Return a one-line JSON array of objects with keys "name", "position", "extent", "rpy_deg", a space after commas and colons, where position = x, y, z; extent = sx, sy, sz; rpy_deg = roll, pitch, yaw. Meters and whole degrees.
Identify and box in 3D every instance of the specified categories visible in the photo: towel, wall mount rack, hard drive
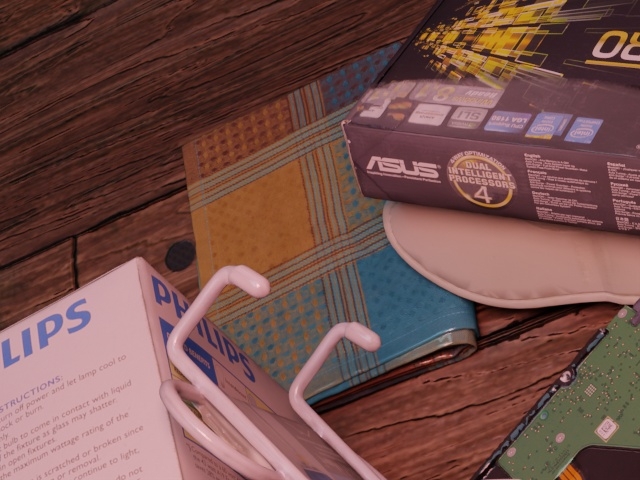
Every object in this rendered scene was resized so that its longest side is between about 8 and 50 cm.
[{"name": "towel", "position": [0.000, 0.000, 1.799], "extent": [0.271, 0.040, 0.370], "rpy_deg": [-24, 50, 17]}, {"name": "wall mount rack", "position": [0.047, 0.156, 1.399], "extent": [0.304, 0.350, 0.130], "rpy_deg": [41, 96, 30]}, {"name": "hard drive", "position": [0.219, 0.227, 1.467], "extent": [0.339, 0.064, 0.237], "rpy_deg": [-51, 38, 2]}]

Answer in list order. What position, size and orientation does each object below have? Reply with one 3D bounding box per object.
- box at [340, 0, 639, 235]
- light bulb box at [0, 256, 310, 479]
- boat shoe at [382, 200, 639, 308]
[{"name": "box", "position": [0.262, -0.138, 1.595], "extent": [0.394, 0.097, 0.318], "rpy_deg": [9, 45, 31]}, {"name": "light bulb box", "position": [-0.117, 0.275, 1.489], "extent": [0.225, 0.358, 0.361], "rpy_deg": [-27, 50, 13]}, {"name": "boat shoe", "position": [0.210, -0.010, 1.630], "extent": [0.319, 0.116, 0.099], "rpy_deg": [5, 29, 30]}]
